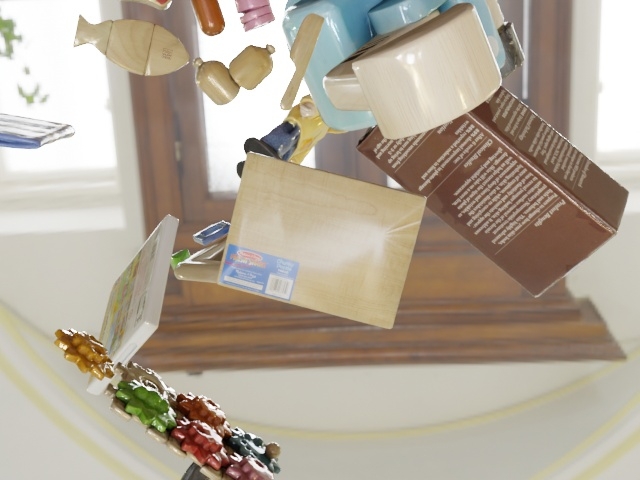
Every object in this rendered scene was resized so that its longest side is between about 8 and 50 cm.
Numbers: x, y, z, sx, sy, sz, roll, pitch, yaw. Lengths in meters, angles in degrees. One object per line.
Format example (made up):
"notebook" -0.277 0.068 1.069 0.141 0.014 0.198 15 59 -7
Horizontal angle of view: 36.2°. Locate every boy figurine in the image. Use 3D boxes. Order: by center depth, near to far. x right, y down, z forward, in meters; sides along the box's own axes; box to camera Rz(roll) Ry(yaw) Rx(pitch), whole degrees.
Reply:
"boy figurine" -0.030 -0.182 1.714 0.092 0.177 0.285 38 -135 14

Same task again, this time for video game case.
"video game case" -0.292 0.099 1.527 0.026 0.206 0.227 26 -140 -22

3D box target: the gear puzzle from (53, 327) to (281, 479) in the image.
"gear puzzle" -0.181 0.202 1.212 0.339 0.044 0.175 37 -172 -10

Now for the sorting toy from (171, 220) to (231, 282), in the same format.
"sorting toy" -0.124 0.021 1.639 0.196 0.047 0.348 -36 -158 -32

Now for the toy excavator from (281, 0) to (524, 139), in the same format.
"toy excavator" 0.076 -0.214 1.107 0.433 0.222 0.445 -6 -153 44

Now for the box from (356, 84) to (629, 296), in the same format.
"box" 0.271 -0.110 1.535 0.381 0.191 0.143 41 -138 -2

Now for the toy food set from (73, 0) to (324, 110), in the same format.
"toy food set" -0.064 -0.117 0.532 0.122 0.077 0.019 21 180 -11

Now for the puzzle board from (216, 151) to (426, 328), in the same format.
"puzzle board" 0.000 0.000 0.682 0.128 0.096 0.011 14 -170 1

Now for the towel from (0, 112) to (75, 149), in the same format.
"towel" -0.554 -0.191 1.701 0.209 0.034 0.285 8 -169 -4

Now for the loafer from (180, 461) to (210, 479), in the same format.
"loafer" -0.196 0.390 1.528 0.061 0.062 0.170 38 -115 5
